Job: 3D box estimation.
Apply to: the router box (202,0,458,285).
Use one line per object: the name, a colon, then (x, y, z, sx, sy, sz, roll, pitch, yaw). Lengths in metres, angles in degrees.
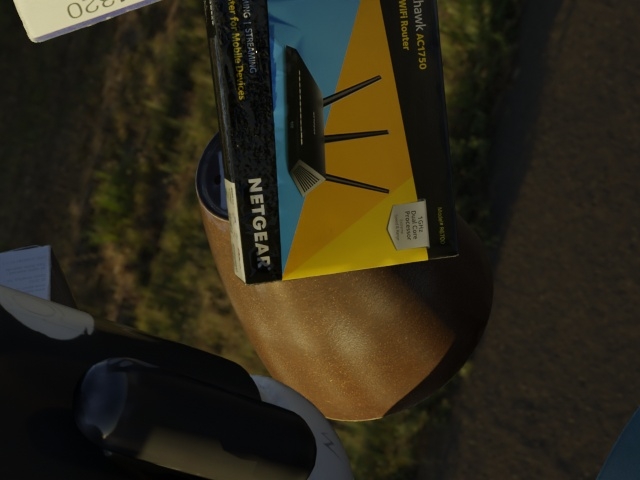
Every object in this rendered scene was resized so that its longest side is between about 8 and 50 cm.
router box: (0.006, -0.072, 0.787, 0.046, 0.133, 0.179, -149, 51, -75)

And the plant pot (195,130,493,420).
plant pot: (0.000, 0.000, 1.055, 0.215, 0.230, 0.215, -14, 55, 20)

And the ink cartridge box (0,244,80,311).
ink cartridge box: (-0.239, 0.213, 1.263, 0.307, 0.072, 0.303, -104, 2, -47)

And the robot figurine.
robot figurine: (-0.116, 0.122, 0.612, 0.209, 0.278, 0.173, 22, 90, 64)

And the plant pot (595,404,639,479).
plant pot: (0.355, 0.236, 1.196, 0.234, 0.165, 0.165, -46, 37, -8)

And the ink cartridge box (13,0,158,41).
ink cartridge box: (-0.051, -0.277, 0.680, 0.330, 0.324, 0.071, 82, 165, -61)
